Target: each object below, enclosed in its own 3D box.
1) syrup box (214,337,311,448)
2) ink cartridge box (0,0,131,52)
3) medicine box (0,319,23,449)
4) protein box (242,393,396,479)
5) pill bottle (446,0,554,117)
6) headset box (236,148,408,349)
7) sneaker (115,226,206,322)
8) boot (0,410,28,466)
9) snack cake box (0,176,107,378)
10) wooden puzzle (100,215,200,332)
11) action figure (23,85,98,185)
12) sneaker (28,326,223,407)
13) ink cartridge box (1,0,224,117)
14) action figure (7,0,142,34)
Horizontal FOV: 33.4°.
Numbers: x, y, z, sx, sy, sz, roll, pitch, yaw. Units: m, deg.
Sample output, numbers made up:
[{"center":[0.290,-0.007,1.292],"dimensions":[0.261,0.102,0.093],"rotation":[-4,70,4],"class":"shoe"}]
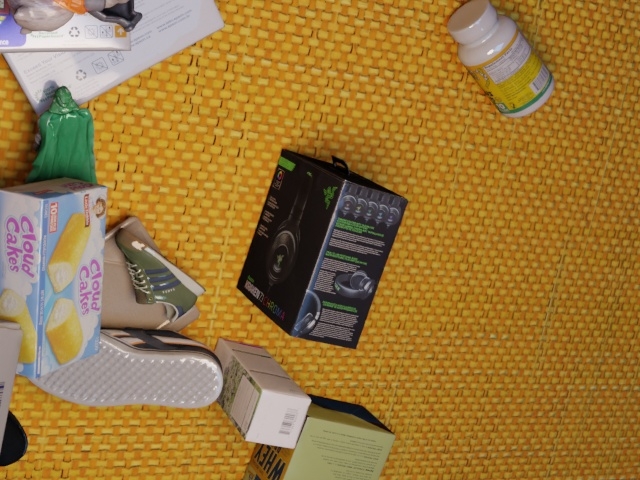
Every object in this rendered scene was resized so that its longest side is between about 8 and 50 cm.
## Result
[{"center":[-0.112,0.256,1.817],"dimensions":[0.096,0.237,0.093],"rotation":[15,100,-26],"class":"syrup box"},{"center":[-0.420,-0.415,1.479],"dimensions":[0.304,0.072,0.307],"rotation":[-5,105,-21],"class":"ink cartridge box"},{"center":[-0.585,0.217,1.440],"dimensions":[0.289,0.149,0.263],"rotation":[9,87,11],"class":"medicine box"},{"center":[-0.006,0.406,1.976],"dimensions":[0.200,0.136,0.201],"rotation":[17,98,-30],"class":"protein box"},{"center":[0.318,-0.327,1.903],"dimensions":[0.117,0.117,0.208],"rotation":[-47,120,-5],"class":"pill bottle"},{"center":[0.000,0.000,1.782],"dimensions":[0.131,0.246,0.283],"rotation":[15,100,-29],"class":"headset box"},{"center":[-0.274,0.065,1.728],"dimensions":[0.192,0.064,0.086],"rotation":[42,81,-37],"class":"sneaker"},{"center":[-0.533,0.301,1.647],"dimensions":[0.094,0.207,0.246],"rotation":[-39,119,-10],"class":"boot"},{"center":[-0.394,0.050,1.552],"dimensions":[0.152,0.089,0.264],"rotation":[-20,119,-61],"class":"snack cake box"},{"center":[-0.344,0.103,1.773],"dimensions":[0.221,0.044,0.238],"rotation":[-35,123,-12],"class":"wooden puzzle"},{"center":[-0.389,-0.134,1.609],"dimensions":[0.137,0.063,0.232],"rotation":[-9,138,-25],"class":"action figure"},{"center":[-0.319,0.203,1.737],"dimensions":[0.321,0.127,0.126],"rotation":[11,99,-7],"class":"sneaker"},{"center":[-0.353,-0.394,1.588],"dimensions":[0.324,0.071,0.330],"rotation":[-31,114,-13],"class":"ink cartridge box"},{"center":[-0.341,-0.429,1.380],"dimensions":[0.341,0.178,0.330],"rotation":[22,87,-28],"class":"action figure"}]
